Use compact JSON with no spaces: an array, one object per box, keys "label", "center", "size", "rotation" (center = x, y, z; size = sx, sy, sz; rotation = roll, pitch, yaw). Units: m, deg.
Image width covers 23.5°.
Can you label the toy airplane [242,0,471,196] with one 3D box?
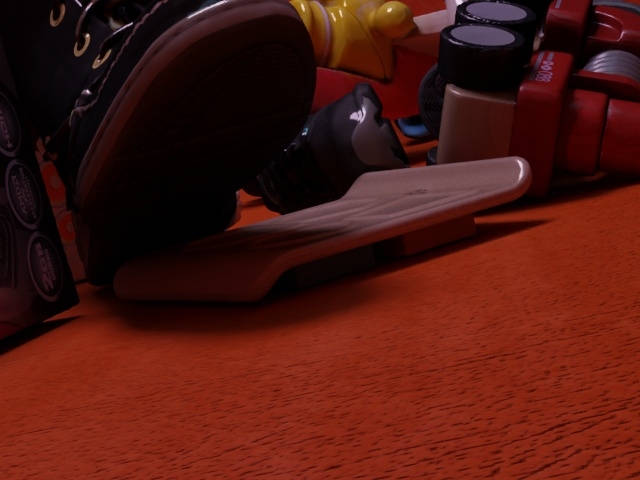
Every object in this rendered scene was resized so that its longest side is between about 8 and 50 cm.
[{"label":"toy airplane","center":[0.068,-0.215,1.597],"size":[0.386,0.272,0.384],"rotation":[-12,6,8]}]

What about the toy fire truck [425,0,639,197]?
[{"label":"toy fire truck","center":[0.213,-0.113,1.072],"size":[0.246,0.158,0.217],"rotation":[10,26,11]}]

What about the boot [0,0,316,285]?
[{"label":"boot","center":[-0.134,-0.149,0.964],"size":[0.138,0.284,0.377],"rotation":[-20,-12,-16]}]

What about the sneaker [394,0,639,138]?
[{"label":"sneaker","center":[0.249,-0.192,1.870],"size":[0.341,0.125,0.139],"rotation":[-16,22,16]}]

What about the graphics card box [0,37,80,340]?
[{"label":"graphics card box","center":[-0.273,-0.026,0.798],"size":[0.094,0.232,0.371],"rotation":[-15,5,19]}]

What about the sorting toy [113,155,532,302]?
[{"label":"sorting toy","center":[0.000,0.000,0.947],"size":[0.208,0.038,0.193],"rotation":[-22,10,-31]}]

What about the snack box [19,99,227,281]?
[{"label":"snack box","center":[-0.244,-0.050,1.153],"size":[0.322,0.187,0.060],"rotation":[-15,6,-17]}]

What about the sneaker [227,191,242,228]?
[{"label":"sneaker","center":[-0.151,-0.021,1.284],"size":[0.162,0.063,0.073],"rotation":[-11,10,20]}]

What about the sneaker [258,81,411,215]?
[{"label":"sneaker","center":[0.009,-0.052,1.192],"size":[0.106,0.101,0.267],"rotation":[-25,0,-4]}]

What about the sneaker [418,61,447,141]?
[{"label":"sneaker","center":[0.226,-0.114,1.280],"size":[0.281,0.106,0.162],"rotation":[-3,1,8]}]
